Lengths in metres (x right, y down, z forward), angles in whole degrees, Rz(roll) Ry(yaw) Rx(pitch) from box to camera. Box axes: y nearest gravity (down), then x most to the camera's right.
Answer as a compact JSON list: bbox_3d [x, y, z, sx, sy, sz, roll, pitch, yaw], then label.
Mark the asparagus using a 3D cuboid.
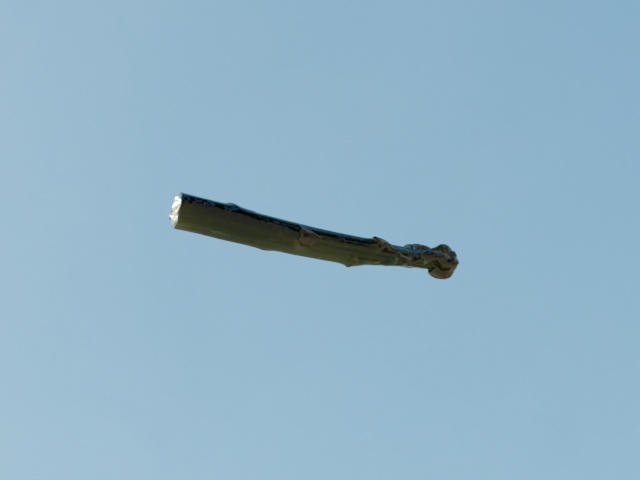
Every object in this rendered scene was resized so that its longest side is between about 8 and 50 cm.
[{"bbox_3d":[0.000,0.000,0.752,0.127,0.018,0.015,12,-23,-23],"label":"asparagus"}]
